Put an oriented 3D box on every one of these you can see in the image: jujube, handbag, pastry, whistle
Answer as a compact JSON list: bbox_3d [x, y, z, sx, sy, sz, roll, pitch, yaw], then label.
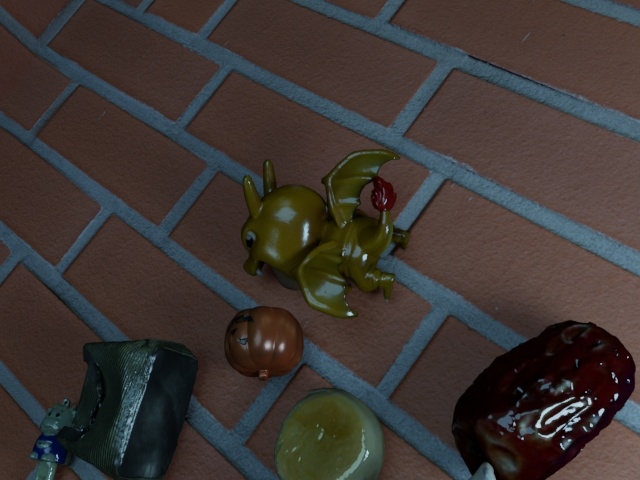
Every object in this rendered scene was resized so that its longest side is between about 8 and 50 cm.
[{"bbox_3d":[0.415,0.309,1.337,0.377,0.258,0.258,-45,57,-9],"label":"jujube"},{"bbox_3d":[-0.456,0.390,1.670,0.240,0.247,0.341,6,75,27],"label":"handbag"},{"bbox_3d":[0.018,0.445,1.508,0.264,0.133,0.265,-10,62,20],"label":"pastry"},{"bbox_3d":[-0.681,0.524,1.792,0.110,0.092,0.245,3,66,20],"label":"whistle"}]

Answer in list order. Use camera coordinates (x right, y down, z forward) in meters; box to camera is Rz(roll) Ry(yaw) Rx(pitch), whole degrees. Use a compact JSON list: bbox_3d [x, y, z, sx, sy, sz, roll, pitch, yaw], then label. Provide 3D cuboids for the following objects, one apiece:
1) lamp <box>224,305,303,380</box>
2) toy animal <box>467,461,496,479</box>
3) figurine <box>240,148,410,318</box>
[{"bbox_3d":[-0.131,0.246,1.639,0.187,0.188,0.164,-11,59,18],"label":"lamp"},{"bbox_3d":[0.218,0.521,1.238,0.241,0.368,0.196,42,63,18],"label":"toy animal"},{"bbox_3d":[0.012,-0.031,1.665,0.386,0.268,0.401,14,83,14],"label":"figurine"}]
